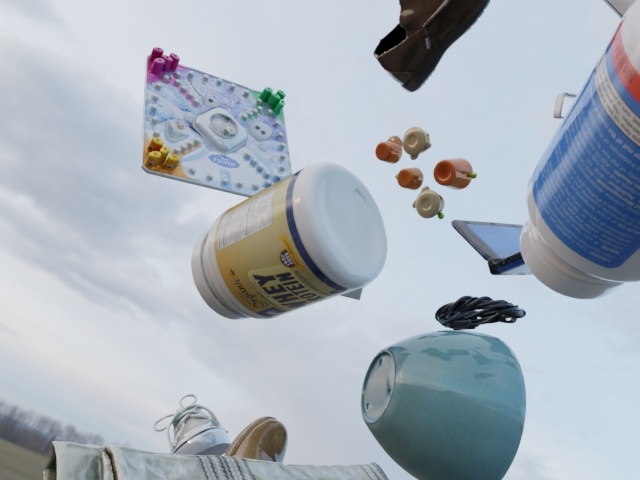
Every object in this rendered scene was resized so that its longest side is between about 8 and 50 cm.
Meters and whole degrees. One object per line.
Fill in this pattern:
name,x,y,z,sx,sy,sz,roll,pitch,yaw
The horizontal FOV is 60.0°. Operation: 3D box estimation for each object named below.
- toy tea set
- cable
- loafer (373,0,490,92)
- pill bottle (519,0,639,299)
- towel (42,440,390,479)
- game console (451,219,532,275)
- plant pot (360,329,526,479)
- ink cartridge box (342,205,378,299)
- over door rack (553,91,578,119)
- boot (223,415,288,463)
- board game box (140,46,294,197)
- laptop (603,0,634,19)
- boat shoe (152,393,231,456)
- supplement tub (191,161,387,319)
toy tea set,0.318,-0.225,1.686,0.336,0.124,0.200,55,-54,28
cable,0.327,0.143,1.139,0.184,0.047,0.150,-3,-26,9
loafer,0.200,-0.416,0.994,0.130,0.134,0.366,21,-35,-11
pill bottle,0.217,-0.048,0.376,0.124,0.124,0.221,20,-31,8
towel,-0.004,0.244,0.339,0.324,0.056,0.312,19,18,-33
game console,0.503,-0.012,1.283,0.293,0.173,0.250,1,-23,-32
plant pot,0.186,0.282,0.979,0.195,0.290,0.290,20,-26,-14
ink cartridge box,0.000,0.000,1.177,0.223,0.045,0.224,13,-65,8
over door rack,0.682,-0.326,1.123,0.324,0.108,0.239,-12,8,-21
boot,-0.101,0.384,0.835,0.115,0.305,0.112,-24,-74,30
board game box,-0.243,-0.289,1.392,0.390,0.390,0.050,12,-38,-29
laptop,0.679,-0.690,1.049,0.408,0.382,0.236,-31,-55,27
boat shoe,-0.280,0.414,1.205,0.156,0.136,0.367,60,-18,17
supplement tub,-0.063,0.015,1.014,0.316,0.228,0.228,-24,-53,35
